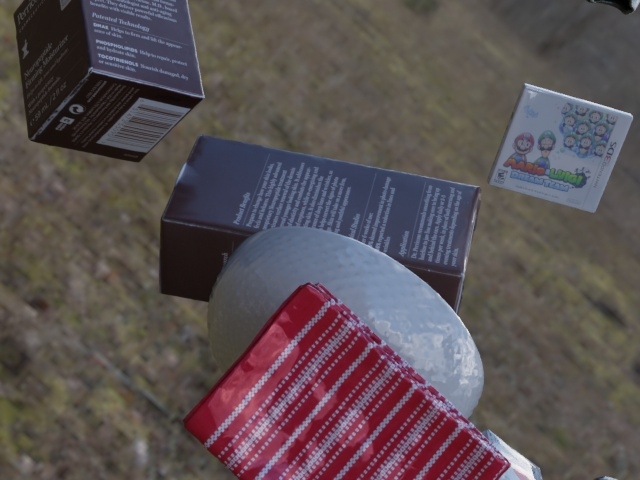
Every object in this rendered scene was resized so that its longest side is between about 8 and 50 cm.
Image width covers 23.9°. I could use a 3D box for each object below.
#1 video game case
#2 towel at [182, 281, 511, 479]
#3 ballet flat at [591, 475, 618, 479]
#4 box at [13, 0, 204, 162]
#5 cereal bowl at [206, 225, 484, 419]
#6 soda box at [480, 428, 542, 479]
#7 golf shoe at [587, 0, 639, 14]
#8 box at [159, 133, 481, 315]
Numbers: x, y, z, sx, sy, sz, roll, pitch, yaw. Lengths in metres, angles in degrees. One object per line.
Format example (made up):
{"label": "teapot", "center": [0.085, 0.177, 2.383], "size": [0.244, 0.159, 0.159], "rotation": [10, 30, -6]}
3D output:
{"label": "video game case", "center": [0.317, -0.121, 2.004], "size": [0.157, 0.143, 0.019], "rotation": [15, 20, -12]}
{"label": "towel", "center": [0.024, 0.197, 1.481], "size": [0.275, 0.199, 0.031], "rotation": [43, -2, 2]}
{"label": "ballet flat", "center": [0.341, 0.375, 1.746], "size": [0.074, 0.203, 0.074], "rotation": [1, 0, 0]}
{"label": "box", "center": [-0.271, -0.234, 1.913], "size": [0.167, 0.168, 0.203], "rotation": [10, 55, -36]}
{"label": "cereal bowl", "center": [0.007, 0.149, 1.736], "size": [0.339, 0.141, 0.339], "rotation": [23, -34, 17]}
{"label": "soda box", "center": [0.131, 0.352, 1.783], "size": [0.098, 0.286, 0.091], "rotation": [38, 25, -25]}
{"label": "golf shoe", "center": [0.352, -0.358, 1.995], "size": [0.176, 0.069, 0.086], "rotation": [20, 50, -13]}
{"label": "box", "center": [0.000, 0.000, 1.931], "size": [0.382, 0.143, 0.191], "rotation": [13, 40, 5]}
